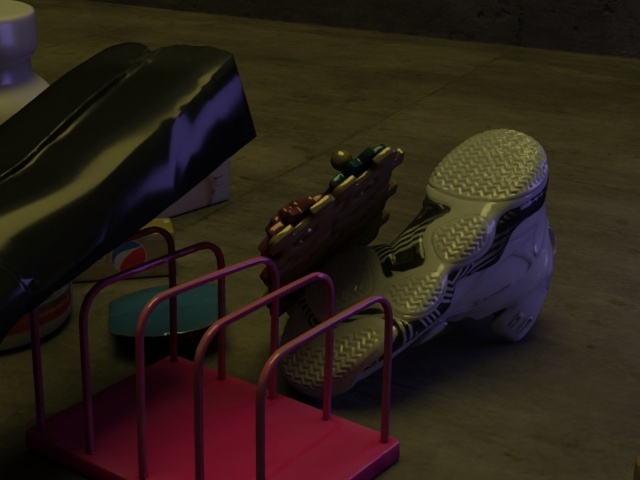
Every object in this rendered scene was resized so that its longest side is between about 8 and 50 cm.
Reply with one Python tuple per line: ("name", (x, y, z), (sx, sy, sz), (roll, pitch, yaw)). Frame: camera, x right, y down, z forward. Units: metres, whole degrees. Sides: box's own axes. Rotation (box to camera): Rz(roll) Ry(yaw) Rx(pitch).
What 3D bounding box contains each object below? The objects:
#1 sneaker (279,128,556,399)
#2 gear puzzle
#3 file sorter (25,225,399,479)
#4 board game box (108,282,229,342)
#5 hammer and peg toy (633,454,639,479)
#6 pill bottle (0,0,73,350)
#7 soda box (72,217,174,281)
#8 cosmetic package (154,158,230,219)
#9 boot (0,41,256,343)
("sneaker", (0.128, 0.064, 1.255), (0.366, 0.210, 0.137), (-45, 48, -11))
("gear puzzle", (0.000, 0.000, 1.237), (0.175, 0.339, 0.044), (-39, 75, -15))
("file sorter", (-0.100, 0.115, 1.046), (0.290, 0.182, 0.202), (15, 25, 34))
("board game box", (-0.173, 0.092, 1.316), (0.133, 0.033, 0.169), (-8, 17, -8))
("hammer and peg toy", (0.257, 0.251, 0.784), (0.361, 0.127, 0.266), (-10, 22, -27))
("pill bottle", (-0.391, -0.076, 1.281), (0.210, 0.363, 0.210), (1, 20, 0))
("soda box", (-0.278, 0.013, 1.474), (0.181, 0.061, 0.058), (-4, 22, -12))
("cosmetic package", (-0.279, -0.109, 1.660), (0.113, 0.160, 0.309), (21, 30, 40))
("boot", (-0.322, -0.049, 1.027), (0.367, 0.146, 0.445), (19, 49, 24))
